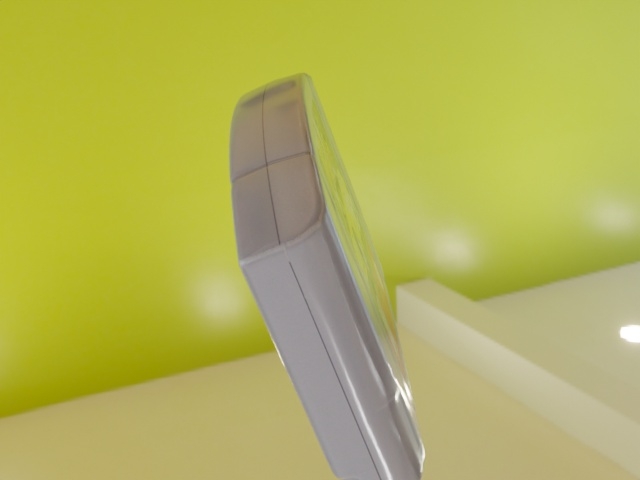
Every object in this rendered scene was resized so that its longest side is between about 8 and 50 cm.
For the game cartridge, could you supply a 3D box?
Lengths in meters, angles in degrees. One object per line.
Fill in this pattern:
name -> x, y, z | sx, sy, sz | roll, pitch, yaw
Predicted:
game cartridge -> 0.000, 0.000, 0.554 | 0.060, 0.196, 0.294 | -23, -156, 8
